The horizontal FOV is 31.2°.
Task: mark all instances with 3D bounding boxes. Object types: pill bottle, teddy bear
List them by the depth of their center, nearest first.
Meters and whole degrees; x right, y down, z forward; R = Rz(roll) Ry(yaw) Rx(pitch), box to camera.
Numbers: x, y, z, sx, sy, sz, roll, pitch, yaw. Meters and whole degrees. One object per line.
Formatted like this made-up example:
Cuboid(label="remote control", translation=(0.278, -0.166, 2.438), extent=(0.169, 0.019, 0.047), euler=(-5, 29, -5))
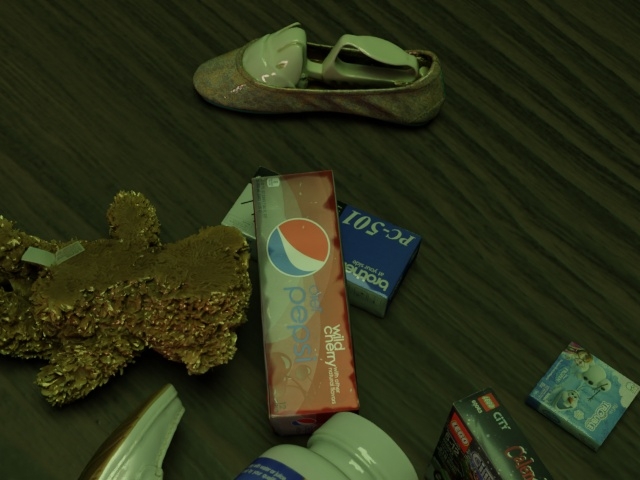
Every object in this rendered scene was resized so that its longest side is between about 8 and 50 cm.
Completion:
Cuboid(label="pill bottle", translation=(-0.038, 0.280, 1.021), extent=(0.152, 0.152, 0.272), euler=(39, 60, 20))
Cuboid(label="teddy bear", translation=(-0.237, 0.061, 1.202), extent=(0.338, 0.113, 0.245), euler=(-11, 49, -5))

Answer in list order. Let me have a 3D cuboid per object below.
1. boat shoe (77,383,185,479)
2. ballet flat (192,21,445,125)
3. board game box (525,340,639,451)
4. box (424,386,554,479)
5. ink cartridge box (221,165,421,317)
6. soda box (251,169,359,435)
Cuboid(label="boat shoe", translation=(-0.188, 0.258, 1.066), extent=(0.096, 0.098, 0.277), euler=(37, 51, -9))
Cuboid(label="ballet flat", translation=(0.001, -0.215, 1.413), extent=(0.316, 0.106, 0.108), euler=(3, 54, -3))
Cuboid(label="board game box", translation=(0.281, 0.165, 1.221), extent=(0.090, 0.020, 0.090), euler=(35, 58, 17))
Cuboid(label="box", translation=(0.184, 0.271, 1.048), extent=(0.044, 0.159, 0.233), euler=(-21, 59, -20))
Cuboid(label="ink cartridge box", translation=(0.000, 0.000, 1.294), extent=(0.207, 0.046, 0.097), euler=(24, 56, 11))
Cuboid(label="soda box", translation=(-0.016, 0.064, 1.187), extent=(0.092, 0.083, 0.263), euler=(-5, 68, -2))
